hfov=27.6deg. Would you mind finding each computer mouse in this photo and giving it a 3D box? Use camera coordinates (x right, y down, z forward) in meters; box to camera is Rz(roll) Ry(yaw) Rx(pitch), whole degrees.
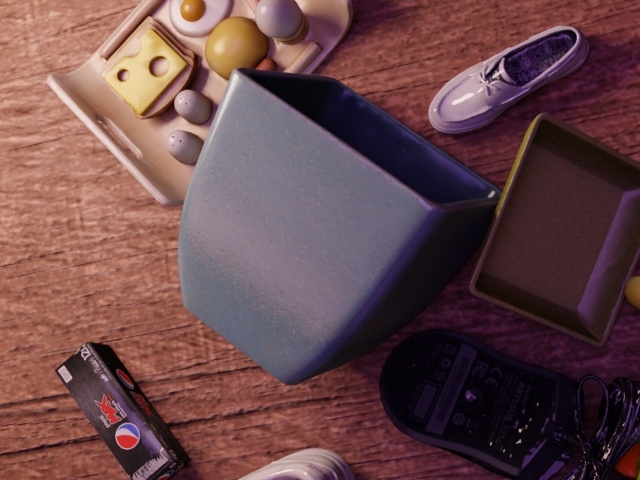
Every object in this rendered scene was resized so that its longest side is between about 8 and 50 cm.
[{"bbox_3d":[0.182,0.183,1.303,0.272,0.072,0.188,25,85,32],"label":"computer mouse"}]

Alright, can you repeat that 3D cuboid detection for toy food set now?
[{"bbox_3d":[-0.138,-0.219,1.456,0.306,0.092,0.220,-47,74,5],"label":"toy food set"}]

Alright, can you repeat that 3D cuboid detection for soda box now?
[{"bbox_3d":[-0.218,0.193,1.438,0.053,0.060,0.169,-40,73,6],"label":"soda box"}]

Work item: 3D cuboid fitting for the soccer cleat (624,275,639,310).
[{"bbox_3d":[0.433,0.090,1.253,0.289,0.093,0.121,10,91,17],"label":"soccer cleat"}]

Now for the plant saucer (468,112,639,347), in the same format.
[{"bbox_3d":[0.238,-0.010,1.302,0.045,0.188,0.188,20,87,60],"label":"plant saucer"}]

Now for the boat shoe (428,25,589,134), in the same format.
[{"bbox_3d":[0.195,-0.170,1.370,0.184,0.063,0.066,-22,77,12],"label":"boat shoe"}]

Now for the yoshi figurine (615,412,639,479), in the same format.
[{"bbox_3d":[0.412,0.257,1.159,0.203,0.203,0.362,-65,32,33],"label":"yoshi figurine"}]

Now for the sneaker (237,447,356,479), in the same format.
[{"bbox_3d":[-0.111,0.304,1.335,0.305,0.152,0.114,-33,80,5],"label":"sneaker"}]

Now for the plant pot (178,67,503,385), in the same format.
[{"bbox_3d":[0.000,0.000,1.316,0.248,0.247,0.252,35,106,17],"label":"plant pot"}]
